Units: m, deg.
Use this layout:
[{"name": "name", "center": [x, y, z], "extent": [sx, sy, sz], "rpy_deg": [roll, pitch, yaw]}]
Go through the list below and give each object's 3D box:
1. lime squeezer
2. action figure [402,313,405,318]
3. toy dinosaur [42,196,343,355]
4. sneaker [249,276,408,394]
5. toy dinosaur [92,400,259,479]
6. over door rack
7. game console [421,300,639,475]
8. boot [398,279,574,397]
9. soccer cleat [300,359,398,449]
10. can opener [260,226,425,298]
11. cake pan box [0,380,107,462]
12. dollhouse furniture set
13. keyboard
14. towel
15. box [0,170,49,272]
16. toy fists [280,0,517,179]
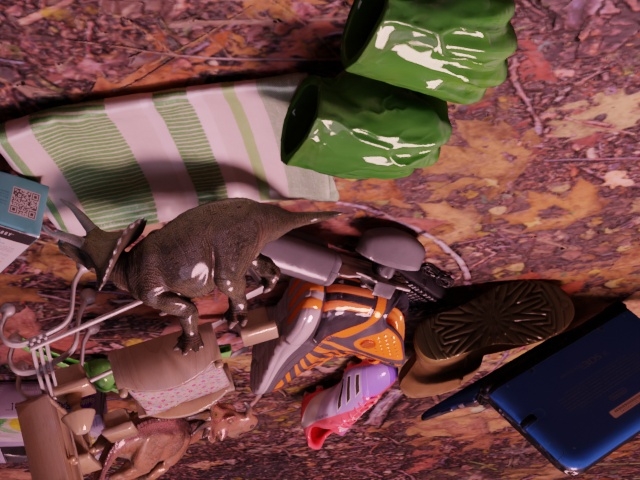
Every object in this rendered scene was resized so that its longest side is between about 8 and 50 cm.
[{"name": "lime squeezer", "center": [-0.294, 0.191, 1.886], "extent": [0.310, 0.058, 0.110], "rpy_deg": [4, 154, -15]}, {"name": "action figure", "center": [0.089, 0.105, 1.792], "extent": [0.038, 0.030, 0.115], "rpy_deg": [-22, 152, 24]}, {"name": "toy dinosaur", "center": [-0.123, 0.018, 1.369], "extent": [0.314, 0.121, 0.160], "rpy_deg": [-14, 133, 0]}, {"name": "sneaker", "center": [0.016, 0.141, 1.718], "extent": [0.180, 0.124, 0.321], "rpy_deg": [10, 156, -16]}, {"name": "toy dinosaur", "center": [-0.248, 0.293, 1.944], "extent": [0.200, 0.127, 0.296], "rpy_deg": [-35, 169, 30]}, {"name": "over door rack", "center": [-0.249, 0.101, 1.664], "extent": [0.324, 0.108, 0.239], "rpy_deg": [-13, 159, -13]}, {"name": "game console", "center": [0.335, 0.220, 1.773], "extent": [0.293, 0.250, 0.173], "rpy_deg": [-25, 144, -32]}, {"name": "boot", "center": [0.229, 0.147, 1.844], "extent": [0.236, 0.089, 0.269], "rpy_deg": [-12, 162, -3]}, {"name": "soccer cleat", "center": [0.048, 0.258, 2.031], "extent": [0.083, 0.095, 0.248], "rpy_deg": [12, 151, -31]}, {"name": "can opener", "center": [0.000, 0.000, 1.527], "extent": [0.283, 0.076, 0.095], "rpy_deg": [18, 103, -32]}, {"name": "cake pan box", "center": [-0.472, 0.299, 2.081], "extent": [0.246, 0.070, 0.267], "rpy_deg": [2, 154, -7]}, {"name": "dollhouse furniture set", "center": [-0.201, 0.260, 1.705], "extent": [0.356, 0.173, 0.303], "rpy_deg": [-17, 159, -3]}, {"name": "keyboard", "center": [0.120, 0.060, 1.704], "extent": [0.108, 0.023, 0.180], "rpy_deg": [-17, 153, 26]}, {"name": "towel", "center": [-0.155, -0.083, 1.343], "extent": [0.325, 0.038, 0.248], "rpy_deg": [-7, 154, 6]}, {"name": "box", "center": [-0.385, -0.009, 1.392], "extent": [0.101, 0.060, 0.244], "rpy_deg": [18, 155, -25]}, {"name": "toy fists", "center": [0.073, -0.147, 1.163], "extent": [0.142, 0.096, 0.279], "rpy_deg": [12, 143, -20]}]
